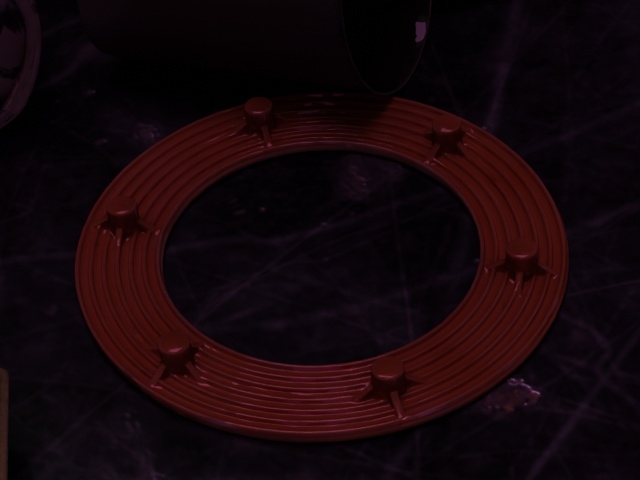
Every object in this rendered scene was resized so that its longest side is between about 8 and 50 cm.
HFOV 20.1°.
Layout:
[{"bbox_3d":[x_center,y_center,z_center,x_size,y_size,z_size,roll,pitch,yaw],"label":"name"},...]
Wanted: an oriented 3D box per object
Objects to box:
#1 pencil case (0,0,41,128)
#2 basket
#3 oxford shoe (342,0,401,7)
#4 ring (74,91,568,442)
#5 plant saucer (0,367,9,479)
[{"bbox_3d":[-0.352,-0.235,1.400,0.183,0.160,0.410,8,32,-39],"label":"pencil case"},{"bbox_3d":[-0.053,-0.193,1.349,0.227,0.154,0.204,7,1,21],"label":"basket"},{"bbox_3d":[0.099,-0.268,1.469,0.363,0.130,0.133,-11,11,2],"label":"oxford shoe"},{"bbox_3d":[0.000,0.000,1.228,0.336,0.032,0.336,-3,43,2],"label":"ring"},{"bbox_3d":[-0.275,0.164,1.056,0.188,0.045,0.188,-4,45,-5],"label":"plant saucer"}]
